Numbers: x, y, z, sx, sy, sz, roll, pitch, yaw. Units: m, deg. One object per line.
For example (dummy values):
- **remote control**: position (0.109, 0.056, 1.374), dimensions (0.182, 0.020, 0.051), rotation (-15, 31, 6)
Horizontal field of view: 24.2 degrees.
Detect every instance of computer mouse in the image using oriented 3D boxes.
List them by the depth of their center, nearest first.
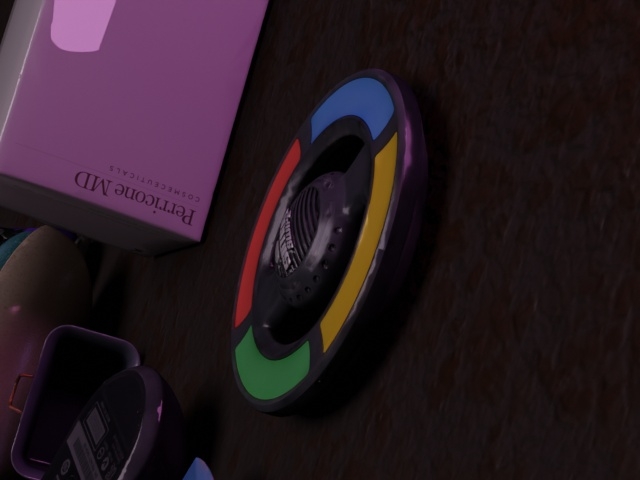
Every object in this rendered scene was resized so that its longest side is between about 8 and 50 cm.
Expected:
- **computer mouse**: position (-0.176, 0.213, 1.122), dimensions (0.272, 0.072, 0.188), rotation (-53, 31, 15)

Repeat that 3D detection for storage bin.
- **storage bin**: position (-0.224, 0.148, 1.315), dimensions (0.091, 0.098, 0.135), rotation (147, 139, -73)

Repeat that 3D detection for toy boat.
- **toy boat**: position (-0.323, 0.099, 1.367), dimensions (0.318, 0.148, 0.267), rotation (47, -119, -77)

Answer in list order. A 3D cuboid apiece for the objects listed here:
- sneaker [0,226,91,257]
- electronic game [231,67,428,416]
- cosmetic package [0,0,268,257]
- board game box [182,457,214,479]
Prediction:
- **sneaker**: position (-0.354, 0.031, 1.644), dimensions (0.293, 0.146, 0.102), rotation (-15, 58, 65)
- **electronic game**: position (0.000, 0.000, 0.945), dimensions (0.229, 0.048, 0.229), rotation (-50, 29, 42)
- **cosmetic package**: position (-0.165, -0.189, 1.313), dimensions (0.155, 0.197, 0.365), rotation (-14, 60, 64)
- **board game box**: position (-0.081, 0.228, 0.969), dimensions (0.133, 0.033, 0.168), rotation (-100, 30, -43)
